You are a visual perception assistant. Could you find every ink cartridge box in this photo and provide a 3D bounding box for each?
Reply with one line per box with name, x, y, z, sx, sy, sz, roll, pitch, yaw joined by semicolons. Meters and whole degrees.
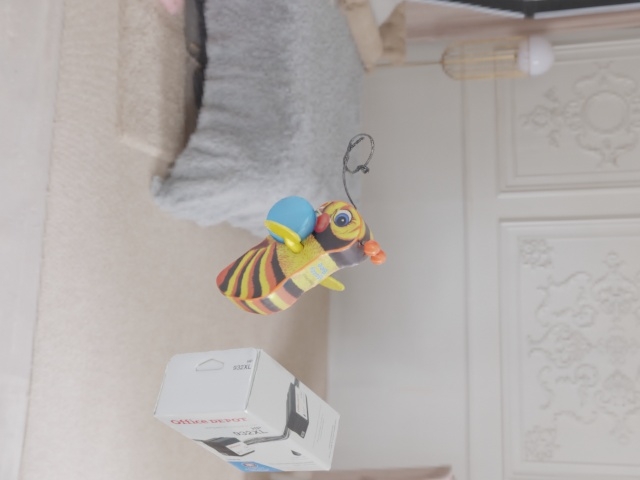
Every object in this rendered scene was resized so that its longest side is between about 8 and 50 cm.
ink cartridge box;-0.137;0.340;1.543;0.307;0.223;0.129;48;43;-43

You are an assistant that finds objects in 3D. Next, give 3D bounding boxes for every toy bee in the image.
toy bee;0.000;0.000;1.080;0.195;0.162;0.298;16;110;-49
